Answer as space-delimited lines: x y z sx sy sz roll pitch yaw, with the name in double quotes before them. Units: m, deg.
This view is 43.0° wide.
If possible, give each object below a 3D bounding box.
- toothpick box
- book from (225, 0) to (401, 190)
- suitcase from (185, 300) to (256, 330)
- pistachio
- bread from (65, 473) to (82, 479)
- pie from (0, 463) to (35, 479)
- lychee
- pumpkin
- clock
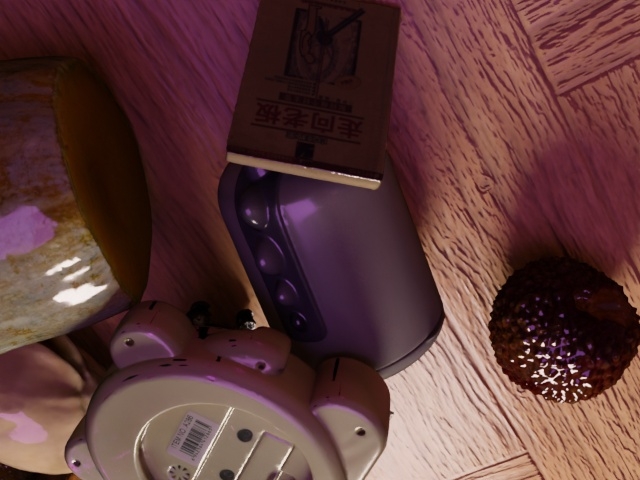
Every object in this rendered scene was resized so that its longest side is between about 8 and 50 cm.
"toothpick box" 0.000 0.000 0.937 0.229 0.229 0.316 -16 116 12
"book" -0.003 -0.168 0.855 0.161 0.231 0.026 10 152 -3
"suitcase" -0.174 0.255 1.101 0.128 0.202 0.312 12 122 -26
"pistachio" -0.420 0.205 1.096 0.318 0.193 0.214 19 109 2
"bread" -0.310 0.350 1.145 0.103 0.049 0.062 10 134 -18
"pie" -0.574 0.355 1.253 0.277 0.078 0.277 0 119 1
"lychee" 0.298 0.118 1.023 0.188 0.188 0.188 1 119 3
"pumpkin" -0.305 -0.057 0.888 0.199 0.332 0.332 -16 118 -3
"clock" -0.105 0.217 0.895 0.309 0.114 0.284 26 117 -5
